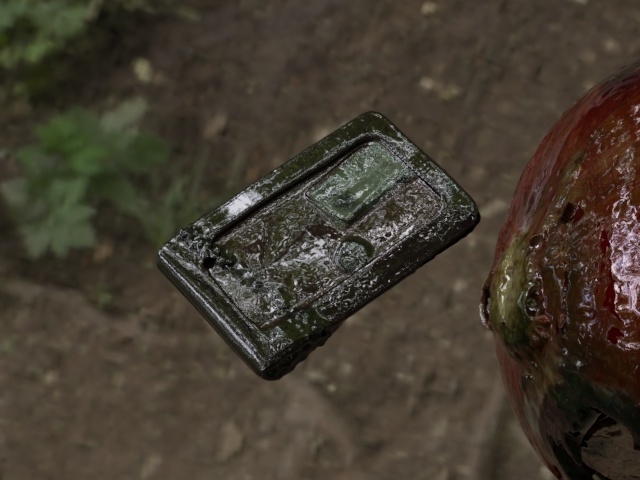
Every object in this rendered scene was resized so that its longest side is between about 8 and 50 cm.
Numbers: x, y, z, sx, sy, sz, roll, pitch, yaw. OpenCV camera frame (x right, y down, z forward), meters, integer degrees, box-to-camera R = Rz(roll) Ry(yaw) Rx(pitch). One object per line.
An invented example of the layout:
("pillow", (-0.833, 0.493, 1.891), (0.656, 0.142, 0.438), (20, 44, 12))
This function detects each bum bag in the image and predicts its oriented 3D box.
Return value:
("bum bag", (0.000, 0.000, 0.950), (0.159, 0.026, 0.109), (-34, 57, -15))

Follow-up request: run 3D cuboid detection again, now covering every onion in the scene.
("onion", (0.252, 0.026, 1.057), (0.341, 0.341, 0.341), (-23, 59, 45))
